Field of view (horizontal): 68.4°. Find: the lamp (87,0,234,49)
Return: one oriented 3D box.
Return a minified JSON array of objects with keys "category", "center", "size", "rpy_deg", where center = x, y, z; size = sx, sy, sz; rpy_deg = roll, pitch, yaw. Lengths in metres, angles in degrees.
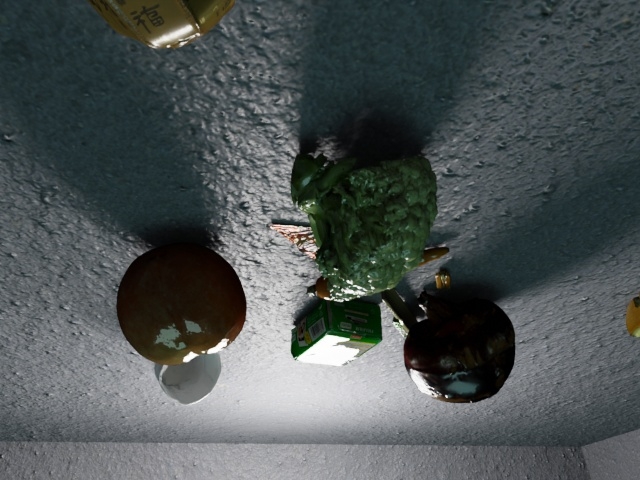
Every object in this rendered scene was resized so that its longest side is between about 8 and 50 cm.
[{"category":"lamp","center":[-0.164,-0.281,0.419],"size":[0.161,0.161,0.185],"rpy_deg":[-15,145,19]}]

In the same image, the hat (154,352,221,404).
[{"category":"hat","center":[-0.408,0.379,1.392],"size":[0.126,0.203,0.203],"rpy_deg":[-9,150,45]}]

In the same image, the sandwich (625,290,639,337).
[{"category":"sandwich","center":[0.864,0.176,1.213],"size":[0.090,0.088,0.244],"rpy_deg":[1,151,11]}]

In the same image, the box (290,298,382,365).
[{"category":"box","center":[0.038,0.250,1.262],"size":[0.180,0.103,0.250],"rpy_deg":[14,144,-22]}]

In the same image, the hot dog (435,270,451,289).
[{"category":"hot dog","center":[0.289,0.092,1.112],"size":[0.037,0.021,0.083],"rpy_deg":[1,148,14]}]

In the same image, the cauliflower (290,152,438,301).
[{"category":"cauliflower","center":[0.048,-0.042,0.741],"size":[0.250,0.272,0.275],"rpy_deg":[35,124,1]}]

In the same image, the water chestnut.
[{"category":"water chestnut","center":[0.335,0.245,1.173],"size":[0.300,0.300,0.300],"rpy_deg":[-1,146,-1]}]

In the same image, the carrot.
[{"category":"carrot","center":[0.119,0.072,1.037],"size":[0.336,0.069,0.069],"rpy_deg":[-18,143,18]}]

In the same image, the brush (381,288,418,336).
[{"category":"brush","center":[0.203,0.189,1.225],"size":[0.048,0.054,0.282],"rpy_deg":[2,151,29]}]

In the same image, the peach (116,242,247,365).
[{"category":"peach","center":[-0.278,0.121,0.945],"size":[0.252,0.252,0.252],"rpy_deg":[-1,146,-1]}]

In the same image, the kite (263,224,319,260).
[{"category":"kite","center":[0.000,-0.001,0.969],"size":[0.125,0.008,0.222],"rpy_deg":[-20,142,25]}]
